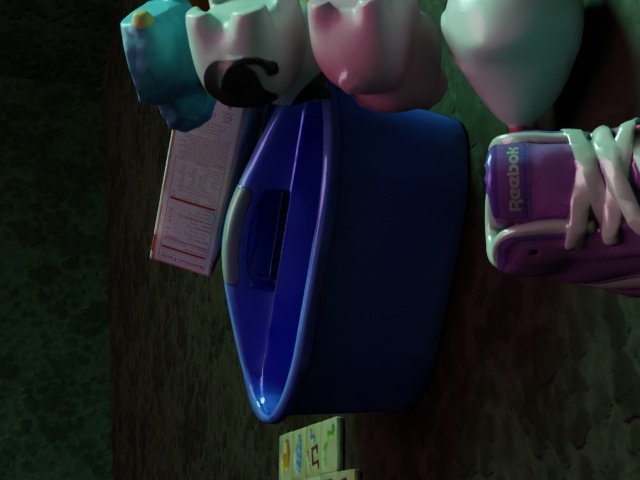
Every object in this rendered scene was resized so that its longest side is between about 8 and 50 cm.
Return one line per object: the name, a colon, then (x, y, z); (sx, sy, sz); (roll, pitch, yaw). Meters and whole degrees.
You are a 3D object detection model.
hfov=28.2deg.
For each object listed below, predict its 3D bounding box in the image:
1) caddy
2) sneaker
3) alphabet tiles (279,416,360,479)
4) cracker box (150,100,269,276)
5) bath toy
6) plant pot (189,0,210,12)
caddy: (0.000, 0.000, 1.150); (0.241, 0.179, 0.341); (-130, 47, -66)
sneaker: (0.170, -0.024, 0.610); (0.282, 0.161, 0.102); (139, 135, -66)
alphabet tiles: (-0.013, 0.347, 1.399); (0.342, 0.011, 0.285); (141, 131, -68)
cracker box: (-0.093, -0.103, 1.201); (0.155, 0.067, 0.232); (-71, -2, -50)
bath toy: (0.028, -0.135, 0.947); (0.151, 0.348, 0.129); (-49, -47, -50)
plant pot: (-0.073, -0.279, 1.451); (0.188, 0.205, 0.205); (68, -159, -74)
